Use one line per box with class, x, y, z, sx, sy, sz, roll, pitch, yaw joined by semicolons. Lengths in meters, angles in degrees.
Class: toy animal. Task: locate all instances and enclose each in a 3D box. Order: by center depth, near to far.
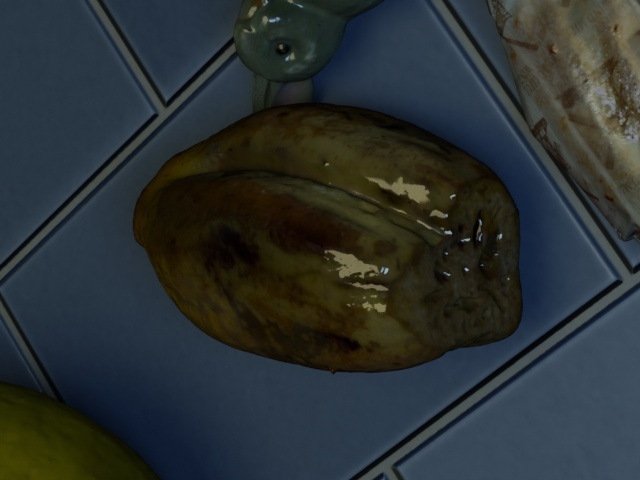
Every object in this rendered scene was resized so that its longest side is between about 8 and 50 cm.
toy animal;-0.008;-0.176;1.249;0.138;0.108;0.236;31;111;26

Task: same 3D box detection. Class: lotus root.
lotus root;-0.002;-0.008;1.227;0.291;0.193;0.193;10;101;36

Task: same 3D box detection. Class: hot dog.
hot dog;0.198;-0.109;1.146;0.144;0.075;0.268;-35;80;35

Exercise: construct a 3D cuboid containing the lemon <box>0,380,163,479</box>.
lemon;-0.259;0.269;1.328;0.364;0.364;0.364;4;98;32
